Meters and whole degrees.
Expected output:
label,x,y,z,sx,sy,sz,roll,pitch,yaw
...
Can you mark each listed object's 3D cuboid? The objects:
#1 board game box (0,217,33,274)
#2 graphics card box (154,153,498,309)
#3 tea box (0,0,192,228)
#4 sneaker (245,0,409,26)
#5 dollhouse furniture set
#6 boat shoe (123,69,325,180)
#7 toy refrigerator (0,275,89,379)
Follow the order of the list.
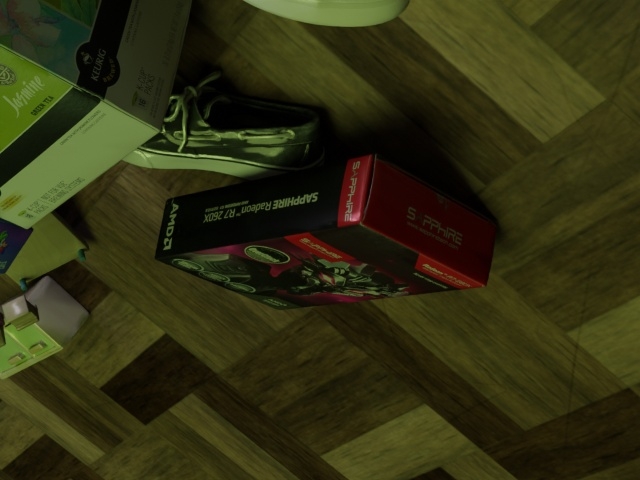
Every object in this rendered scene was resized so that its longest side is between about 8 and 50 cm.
label,x,y,z,sx,sy,sz,roll,pitch,yaw
board game box,-0.560,-0.104,1.670,0.347,0.078,0.233,44,-164,31
graphics card box,0.000,0.000,1.593,0.371,0.094,0.233,-7,156,44
tea box,-0.383,-0.217,1.507,0.324,0.220,0.329,27,145,-30
sneaker,-0.068,-0.342,1.284,0.366,0.135,0.150,27,147,8
dollhouse furniture set,-0.501,-0.014,2.035,0.303,0.198,0.286,-27,145,8
boat shoe,-0.143,-0.145,1.594,0.306,0.113,0.105,16,134,20
toy refrigerator,-0.521,0.159,2.263,0.102,0.094,0.269,45,143,-15
